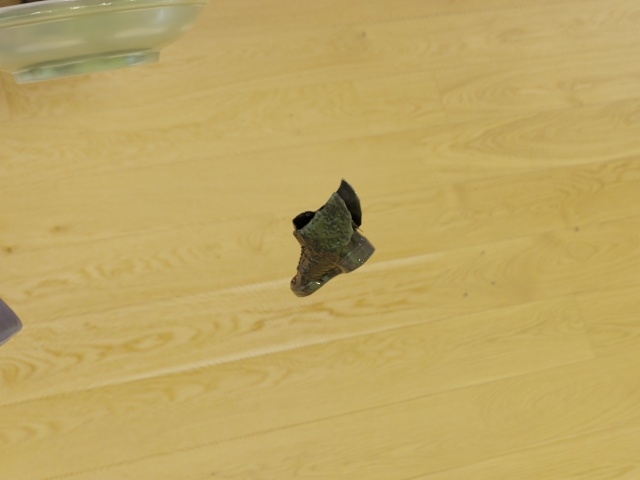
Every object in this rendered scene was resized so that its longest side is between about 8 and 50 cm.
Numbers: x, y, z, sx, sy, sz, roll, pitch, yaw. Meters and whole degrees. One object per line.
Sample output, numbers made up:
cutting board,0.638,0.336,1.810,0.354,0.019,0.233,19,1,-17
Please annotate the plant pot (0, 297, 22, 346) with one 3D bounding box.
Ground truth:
plant pot,-0.496,0.097,0.877,0.236,0.236,0.212,-36,94,8

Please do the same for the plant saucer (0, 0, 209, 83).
plant saucer,-0.352,-0.296,1.254,0.401,0.400,0.100,-13,103,-15

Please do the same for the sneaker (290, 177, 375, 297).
sneaker,-0.001,0.002,0.959,0.089,0.170,0.051,47,49,-11
